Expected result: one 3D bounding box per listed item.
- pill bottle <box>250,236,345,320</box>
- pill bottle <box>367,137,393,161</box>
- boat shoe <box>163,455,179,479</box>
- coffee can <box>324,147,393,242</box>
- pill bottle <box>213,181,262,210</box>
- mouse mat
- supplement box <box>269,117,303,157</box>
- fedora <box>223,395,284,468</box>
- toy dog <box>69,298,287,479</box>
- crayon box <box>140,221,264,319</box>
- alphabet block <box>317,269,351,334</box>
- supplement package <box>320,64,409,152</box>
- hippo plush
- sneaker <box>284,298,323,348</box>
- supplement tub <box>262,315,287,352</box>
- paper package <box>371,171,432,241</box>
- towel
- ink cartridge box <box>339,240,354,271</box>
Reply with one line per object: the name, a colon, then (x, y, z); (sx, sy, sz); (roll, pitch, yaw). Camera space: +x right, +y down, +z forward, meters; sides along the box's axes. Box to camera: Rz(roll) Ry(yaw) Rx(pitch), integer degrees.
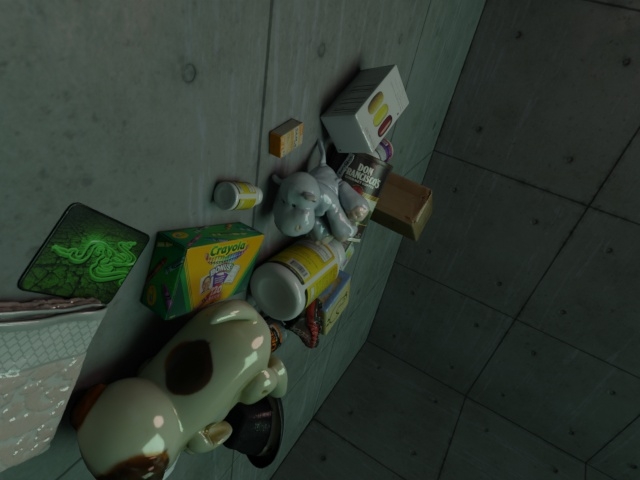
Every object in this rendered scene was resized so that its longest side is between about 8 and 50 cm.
pill bottle: (-0.056, 0.100, 1.314); (0.334, 0.188, 0.187); (-36, 146, -52)
pill bottle: (0.191, -0.315, 1.539); (0.193, 0.108, 0.108); (-42, 151, -45)
boat shoe: (-0.400, 0.523, 1.104); (0.301, 0.108, 0.102); (-43, 152, -51)
coffee can: (0.095, -0.157, 1.354); (0.275, 0.202, 0.202); (-67, 160, 10)
pill bottle: (-0.183, -0.102, 0.927); (0.116, 0.065, 0.065); (-14, 127, -64)
mouse mat: (-0.382, 0.031, 0.681); (0.152, 0.007, 0.189); (-61, 161, -8)
supplement box: (-0.085, -0.258, 1.021); (0.098, 0.036, 0.062); (-47, 155, -40)
fedora: (-0.271, 0.674, 1.492); (0.153, 0.334, 0.333); (11, 108, -33)
toy dog: (-0.286, 0.332, 0.862); (0.408, 0.284, 0.395); (-36, 167, -34)
crayon box: (-0.254, 0.056, 0.921); (0.278, 0.081, 0.165); (-15, 129, -64)
alphabet block: (-0.011, 0.211, 1.564); (0.192, 0.194, 0.197); (-50, 156, -30)
supplement package: (0.137, -0.389, 1.210); (0.244, 0.134, 0.139); (-55, 133, -24)
hippo plush: (-0.002, -0.107, 1.125); (0.237, 0.235, 0.293); (-21, 134, -63)
sneaker: (-0.061, 0.288, 1.412); (0.275, 0.135, 0.097); (89, 9, -51)
supplement tub: (-0.205, 0.334, 1.340); (0.190, 0.117, 0.116); (-24, 137, -61)
paper package: (0.314, -0.158, 1.743); (0.168, 0.310, 0.325); (-60, 160, -2)
towel: (-0.496, 0.232, 0.571); (0.316, 0.054, 0.332); (-64, 159, 6)
ink cartridge box: (0.102, 0.053, 1.842); (0.209, 0.062, 0.109); (-58, 159, -17)
